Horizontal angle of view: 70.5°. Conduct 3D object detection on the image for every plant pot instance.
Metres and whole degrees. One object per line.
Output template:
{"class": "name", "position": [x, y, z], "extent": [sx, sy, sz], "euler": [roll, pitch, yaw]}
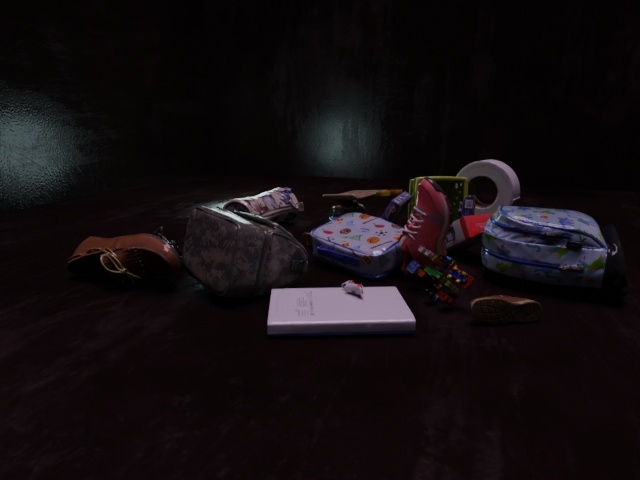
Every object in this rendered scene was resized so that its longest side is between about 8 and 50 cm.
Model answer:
{"class": "plant pot", "position": [0.503, -0.172, 1.997], "extent": [0.228, 0.227, 0.207], "euler": [0, 10, -2]}

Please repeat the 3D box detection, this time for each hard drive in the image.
{"class": "hard drive", "position": [0.040, 0.163, 1.069], "extent": [0.318, 0.040, 0.210], "euler": [-1, 15, -3]}

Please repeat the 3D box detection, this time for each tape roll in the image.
{"class": "tape roll", "position": [0.758, -0.227, 2.079], "extent": [0.286, 0.286, 0.100], "euler": [12, 19, 37]}

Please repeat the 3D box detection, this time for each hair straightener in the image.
{"class": "hair straightener", "position": [-0.428, 0.023, 1.330], "extent": [0.089, 0.230, 0.047], "euler": [25, 64, 10]}

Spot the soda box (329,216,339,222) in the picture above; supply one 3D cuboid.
{"class": "soda box", "position": [0.086, -0.039, 1.768], "extent": [0.071, 0.067, 0.210], "euler": [-2, 15, -9]}

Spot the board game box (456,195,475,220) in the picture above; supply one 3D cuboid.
{"class": "board game box", "position": [0.561, -0.071, 1.754], "extent": [0.060, 0.194, 0.194], "euler": [7, 2, 19]}

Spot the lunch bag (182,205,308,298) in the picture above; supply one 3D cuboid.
{"class": "lunch bag", "position": [-0.212, 0.030, 1.272], "extent": [0.256, 0.213, 0.305], "euler": [10, 6, -42]}

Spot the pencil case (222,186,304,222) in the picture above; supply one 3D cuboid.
{"class": "pencil case", "position": [-0.239, -0.122, 1.893], "extent": [0.183, 0.160, 0.410], "euler": [-9, 10, 27]}

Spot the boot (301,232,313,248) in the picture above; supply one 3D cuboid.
{"class": "boot", "position": [0.000, 0.000, 1.649], "extent": [0.084, 0.059, 0.158], "euler": [-1, 13, -26]}

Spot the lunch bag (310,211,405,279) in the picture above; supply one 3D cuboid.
{"class": "lunch bag", "position": [0.121, 0.014, 1.442], "extent": [0.303, 0.115, 0.243], "euler": [18, 35, 39]}

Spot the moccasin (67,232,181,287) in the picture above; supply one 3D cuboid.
{"class": "moccasin", "position": [-0.553, 0.058, 1.260], "extent": [0.380, 0.139, 0.147], "euler": [5, 42, 21]}

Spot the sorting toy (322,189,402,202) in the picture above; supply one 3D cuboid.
{"class": "sorting toy", "position": [0.190, -0.194, 1.981], "extent": [0.229, 0.041, 0.307], "euler": [-12, 12, -40]}

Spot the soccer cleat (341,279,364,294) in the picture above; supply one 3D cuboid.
{"class": "soccer cleat", "position": [0.079, 0.118, 1.108], "extent": [0.035, 0.029, 0.083], "euler": [-14, 15, -17]}

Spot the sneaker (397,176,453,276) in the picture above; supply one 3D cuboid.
{"class": "sneaker", "position": [0.288, -0.022, 1.291], "extent": [0.136, 0.314, 0.116], "euler": [-14, 29, -14]}

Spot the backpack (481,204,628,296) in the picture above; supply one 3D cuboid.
{"class": "backpack", "position": [0.649, 0.020, 1.298], "extent": [0.355, 0.273, 0.290], "euler": [-7, 16, 29]}

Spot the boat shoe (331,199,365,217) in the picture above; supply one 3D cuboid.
{"class": "boat shoe", "position": [0.135, -0.139, 2.086], "extent": [0.116, 0.097, 0.324], "euler": [6, 16, 23]}

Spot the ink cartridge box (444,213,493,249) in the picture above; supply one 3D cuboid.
{"class": "ink cartridge box", "position": [0.501, -0.029, 1.529], "extent": [0.134, 0.078, 0.231], "euler": [-7, -15, -26]}

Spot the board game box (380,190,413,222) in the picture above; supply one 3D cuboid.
{"class": "board game box", "position": [0.294, -0.106, 1.843], "extent": [0.042, 0.165, 0.243], "euler": [35, 24, 12]}

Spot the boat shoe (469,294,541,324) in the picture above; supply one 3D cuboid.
{"class": "boat shoe", "position": [0.426, 0.160, 1.063], "extent": [0.178, 0.064, 0.060], "euler": [4, 9, -13]}

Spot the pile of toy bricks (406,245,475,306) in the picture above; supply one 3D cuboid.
{"class": "pile of toy bricks", "position": [0.325, 0.108, 1.195], "extent": [0.105, 0.118, 0.212], "euler": [37, 2, -31]}
